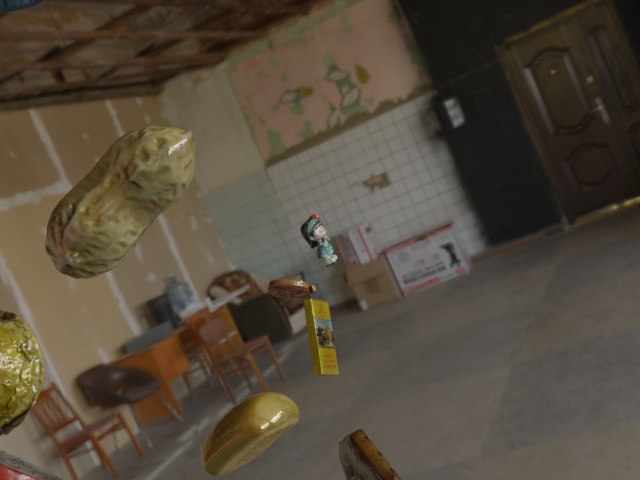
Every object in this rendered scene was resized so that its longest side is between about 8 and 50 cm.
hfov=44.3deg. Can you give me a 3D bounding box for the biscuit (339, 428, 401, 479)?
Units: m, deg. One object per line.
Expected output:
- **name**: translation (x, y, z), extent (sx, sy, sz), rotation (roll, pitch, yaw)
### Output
- **biscuit**: translation (0.120, 0.499, 1.383), extent (0.046, 0.358, 0.359), rotation (-21, 3, -16)

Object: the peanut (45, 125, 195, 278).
- **peanut**: translation (-0.314, -0.065, 1.233), extent (0.325, 0.140, 0.153), rotation (-42, 2, 24)

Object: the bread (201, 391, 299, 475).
- **bread**: translation (-0.144, 0.366, 1.523), extent (0.217, 0.098, 0.147), rotation (-46, -19, 29)

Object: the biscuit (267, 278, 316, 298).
- **biscuit**: translation (-0.046, 0.080, 1.265), extent (0.078, 0.015, 0.091), rotation (2, -17, 6)

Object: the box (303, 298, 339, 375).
- **box**: translation (0.002, 0.199, 1.609), extent (0.023, 0.155, 0.087), rotation (-15, -15, 25)

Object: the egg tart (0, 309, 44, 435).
- **egg tart**: translation (-0.744, 0.288, 1.721), extent (0.295, 0.294, 0.116), rotation (-23, -18, 8)

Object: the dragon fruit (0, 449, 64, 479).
- **dragon fruit**: translation (-0.628, 0.525, 1.500), extent (0.305, 0.306, 0.225), rotation (-17, 43, 63)

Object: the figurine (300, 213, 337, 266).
- **figurine**: translation (0.000, 0.000, 1.601), extent (0.047, 0.105, 0.060), rotation (-22, 12, 37)

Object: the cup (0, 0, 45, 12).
- **cup**: translation (-0.789, -0.679, 1.798), extent (0.308, 0.291, 0.242), rotation (12, 31, 34)
